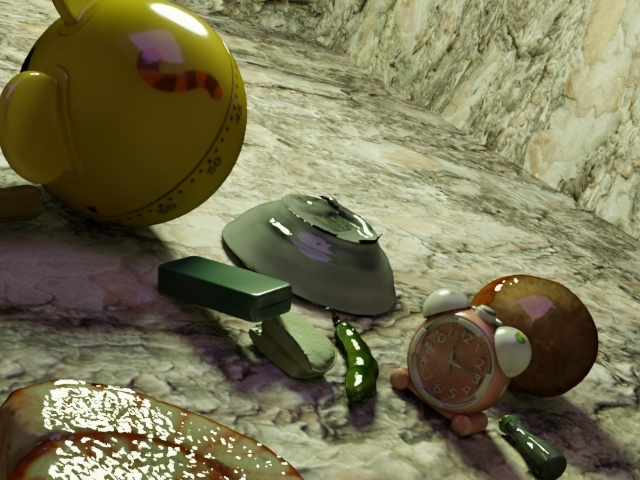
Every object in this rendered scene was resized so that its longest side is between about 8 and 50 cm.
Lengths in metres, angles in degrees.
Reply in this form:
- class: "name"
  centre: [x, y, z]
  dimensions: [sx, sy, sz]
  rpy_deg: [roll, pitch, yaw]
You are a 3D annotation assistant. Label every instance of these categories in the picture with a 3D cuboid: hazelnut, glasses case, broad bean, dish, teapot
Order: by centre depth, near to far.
- class: "glasses case"
  centre: [-0.129, 0.063, 1.353]
  dimensions: [0.184, 0.039, 0.078]
  rpy_deg: [15, 19, 36]
- class: "teapot"
  centre: [0.283, 0.275, 1.366]
  dimensions: [0.043, 0.042, 0.110]
  rpy_deg: [12, 20, -31]
- class: "broad bean"
  centre: [0.045, 0.164, 1.385]
  dimensions: [0.069, 0.039, 0.227]
  rpy_deg: [30, 14, -21]
- class: "hazelnut"
  centre: [0.322, 0.146, 1.561]
  dimensions: [0.214, 0.176, 0.214]
  rpy_deg: [34, -10, 7]
- class: "dish"
  centre: [0.000, 0.000, 1.666]
  dimensions: [0.317, 0.106, 0.316]
  rpy_deg: [21, 19, -7]

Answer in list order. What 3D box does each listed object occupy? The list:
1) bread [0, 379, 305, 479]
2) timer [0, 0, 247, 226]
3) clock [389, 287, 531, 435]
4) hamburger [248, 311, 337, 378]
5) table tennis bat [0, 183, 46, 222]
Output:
- class: "bread"
  centre: [-0.130, 0.254, 0.826]
  dimensions: [0.295, 0.114, 0.327]
  rpy_deg: [17, 19, -22]
- class: "timer"
  centre: [-0.297, -0.206, 1.454]
  dimensions: [0.376, 0.376, 0.387]
  rpy_deg: [39, 0, 38]
- class: "clock"
  centre: [0.196, 0.160, 1.386]
  dimensions: [0.166, 0.162, 0.093]
  rpy_deg: [35, 19, 29]
- class: "hamburger"
  centre: [-0.027, 0.141, 1.349]
  dimensions: [0.121, 0.054, 0.084]
  rpy_deg: [40, 20, 33]
- class: "table tennis bat"
  centre: [-0.486, -0.037, 1.284]
  dimensions: [0.198, 0.050, 0.321]
  rpy_deg: [33, 24, 28]
